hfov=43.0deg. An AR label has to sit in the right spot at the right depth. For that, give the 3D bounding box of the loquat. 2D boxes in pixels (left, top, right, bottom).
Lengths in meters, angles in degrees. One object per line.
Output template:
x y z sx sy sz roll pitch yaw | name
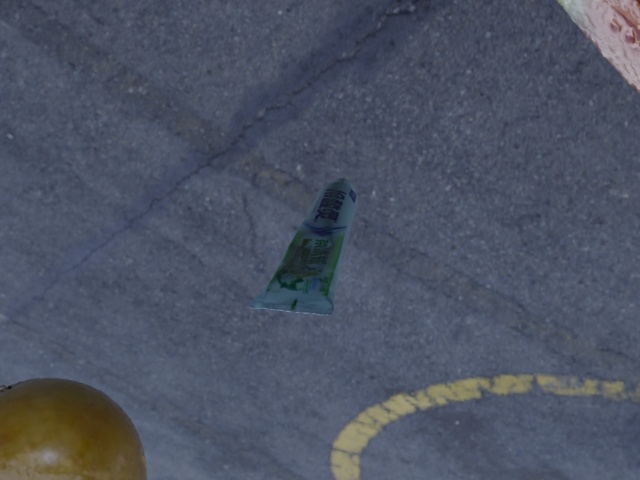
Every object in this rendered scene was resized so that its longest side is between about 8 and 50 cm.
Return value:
-0.336 0.290 0.959 0.263 0.263 0.263 10 142 8 | loquat

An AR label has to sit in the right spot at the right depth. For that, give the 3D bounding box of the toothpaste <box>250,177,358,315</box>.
0.000 0.000 0.836 0.075 0.297 0.048 4 114 9 | toothpaste

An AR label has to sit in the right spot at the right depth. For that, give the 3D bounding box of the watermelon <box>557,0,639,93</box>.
0.156 -0.057 0.279 0.163 0.069 0.087 49 121 4 | watermelon
